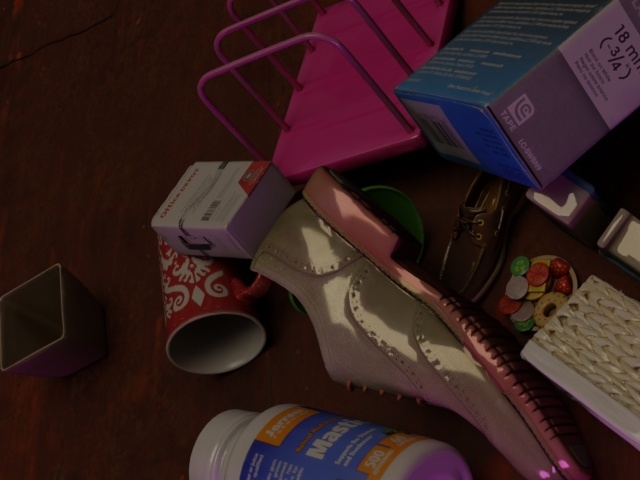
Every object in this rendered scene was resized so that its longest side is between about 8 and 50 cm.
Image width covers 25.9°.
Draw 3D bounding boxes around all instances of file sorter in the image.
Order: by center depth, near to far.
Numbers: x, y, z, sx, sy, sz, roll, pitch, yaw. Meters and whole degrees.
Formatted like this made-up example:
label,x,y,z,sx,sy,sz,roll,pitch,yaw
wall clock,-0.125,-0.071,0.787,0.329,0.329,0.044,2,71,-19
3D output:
label,x,y,z,sx,sy,sz,roll,pitch,yaw
file sorter,0.010,-0.239,1.543,0.202,0.182,0.291,-15,43,33

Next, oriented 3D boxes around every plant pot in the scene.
label,x,y,z,sx,sy,sz,roll,pitch,yaw
plant pot,-0.328,0.112,1.738,0.109,0.096,0.109,-28,52,25

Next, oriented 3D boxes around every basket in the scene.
label,x,y,z,sx,sy,sz,roll,pitch,yaw
basket,0.282,0.122,1.233,0.103,0.113,0.167,-51,46,0

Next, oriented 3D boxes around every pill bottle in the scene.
label,x,y,z,sx,sy,sz,roll,pitch,yaw
pill bottle,0.002,0.244,1.364,0.272,0.152,0.152,9,74,41

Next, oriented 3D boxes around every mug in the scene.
label,x,y,z,sx,sy,sz,roll,pitch,yaw
mug,-0.116,0.049,1.605,0.150,0.113,0.169,-21,49,6

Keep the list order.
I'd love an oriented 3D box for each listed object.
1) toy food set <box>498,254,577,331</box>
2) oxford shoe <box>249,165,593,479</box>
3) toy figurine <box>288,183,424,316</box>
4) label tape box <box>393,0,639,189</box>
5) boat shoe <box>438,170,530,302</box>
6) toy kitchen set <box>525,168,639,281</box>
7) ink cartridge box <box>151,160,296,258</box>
label,x,y,z,sx,sy,sz,roll,pitch,yaw
toy food set,0.216,0.052,1.383,0.082,0.020,0.083,-2,67,38
oxford shoe,0.093,0.108,1.334,0.146,0.140,0.397,-47,65,9
toy figurine,0.000,0.000,1.519,0.173,0.130,0.159,-36,29,-18
label tape box,0.259,-0.205,1.347,0.333,0.106,0.240,-40,19,-6
boat shoe,0.161,-0.016,1.435,0.064,0.060,0.178,19,80,43
toy kitchen set,0.332,-0.039,1.298,0.207,0.122,0.166,38,93,24
ink cartridge box,-0.108,-0.035,1.538,0.135,0.056,0.099,3,52,47
